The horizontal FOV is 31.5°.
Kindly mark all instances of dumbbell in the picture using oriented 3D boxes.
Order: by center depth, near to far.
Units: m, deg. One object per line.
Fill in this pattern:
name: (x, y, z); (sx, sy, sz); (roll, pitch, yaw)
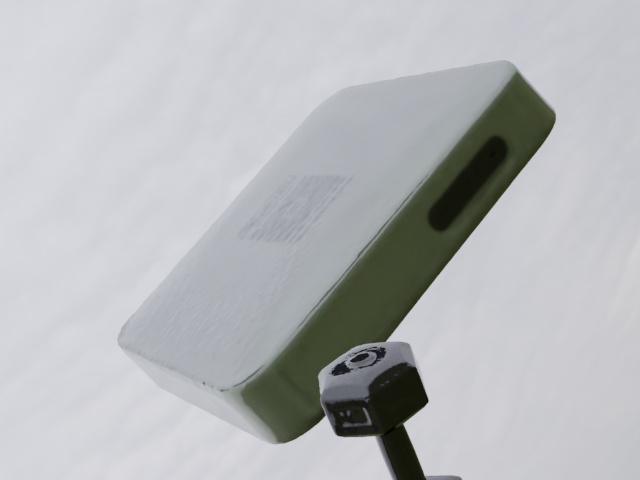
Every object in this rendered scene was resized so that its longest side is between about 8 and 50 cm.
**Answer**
dumbbell: (0.028, 0.077, 0.403); (0.040, 0.036, 0.083); (-31, -69, -24)

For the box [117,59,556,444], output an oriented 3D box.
box: (0.000, 0.000, 1.027); (0.090, 0.373, 0.367); (47, -106, -19)
